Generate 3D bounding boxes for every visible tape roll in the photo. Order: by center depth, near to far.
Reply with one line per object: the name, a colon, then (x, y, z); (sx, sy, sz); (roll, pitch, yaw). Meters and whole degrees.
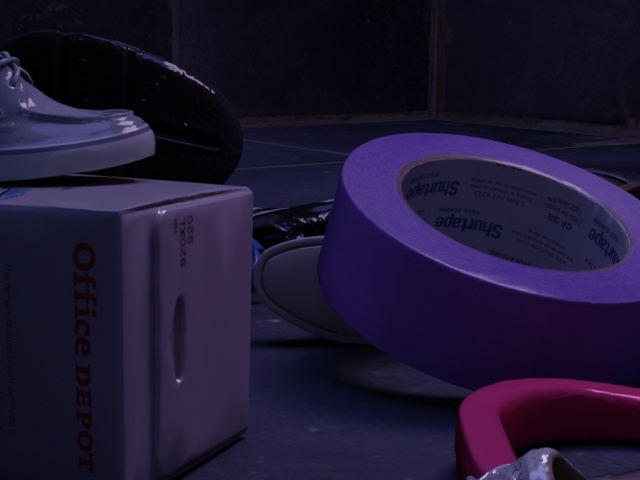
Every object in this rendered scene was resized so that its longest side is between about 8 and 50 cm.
tape roll: (0.139, 0.013, 1.098); (0.274, 0.090, 0.275); (11, 26, -5)

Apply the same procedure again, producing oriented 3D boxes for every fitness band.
fitness band: (0.183, 0.126, 0.796); (0.209, 0.054, 0.291); (0, 8, 0)

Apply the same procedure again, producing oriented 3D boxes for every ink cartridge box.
ink cartridge box: (-0.179, 0.048, 0.888); (0.232, 0.171, 0.168); (5, 10, 23)

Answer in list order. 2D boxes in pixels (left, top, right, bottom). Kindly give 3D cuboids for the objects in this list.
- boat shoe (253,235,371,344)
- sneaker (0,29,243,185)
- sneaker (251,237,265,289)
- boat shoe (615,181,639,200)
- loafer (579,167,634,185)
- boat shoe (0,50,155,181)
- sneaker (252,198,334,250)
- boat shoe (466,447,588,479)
boat shoe: (0.066, 0.036, 1.222); (0.254, 0.095, 0.079); (0, 11, -9)
sneaker: (-0.276, -0.126, 1.455); (0.447, 0.169, 0.257); (6, 5, 11)
sneaker: (-0.098, 0.020, 1.443); (0.082, 0.069, 0.209); (18, 2, -14)
boat shoe: (0.259, -0.007, 1.447); (0.307, 0.111, 0.104); (-7, 13, -42)
loafer: (0.217, -0.016, 1.609); (0.302, 0.109, 0.095); (-1, 26, 33)
boat shoe: (-0.217, -0.079, 0.879); (0.227, 0.081, 0.079); (-2, 9, -11)
sneaker: (0.000, 0.000, 1.535); (0.217, 0.079, 0.121); (-7, 12, 3)
boat shoe: (0.092, 0.133, 0.605); (0.277, 0.096, 0.098); (3, 10, 18)
